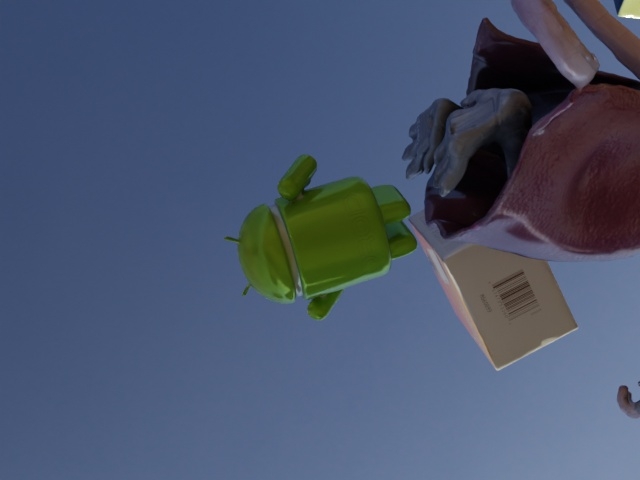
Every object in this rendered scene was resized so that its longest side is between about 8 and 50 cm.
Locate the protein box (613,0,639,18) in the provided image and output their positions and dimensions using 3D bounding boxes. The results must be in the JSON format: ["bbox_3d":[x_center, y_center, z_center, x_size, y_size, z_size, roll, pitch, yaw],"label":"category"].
[{"bbox_3d":[0.455,-0.416,1.416,0.136,0.201,0.200,5,-130,-6],"label":"protein box"}]

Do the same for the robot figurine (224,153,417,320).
[{"bbox_3d":[0.000,0.000,0.705,0.115,0.067,0.101,-17,-62,-6],"label":"robot figurine"}]

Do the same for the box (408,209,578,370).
[{"bbox_3d":[0.169,0.030,1.127,0.091,0.170,0.130,-28,-74,1],"label":"box"}]

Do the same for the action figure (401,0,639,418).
[{"bbox_3d":[0.253,-0.045,0.770,0.370,0.276,0.248,15,-140,-5],"label":"action figure"}]
